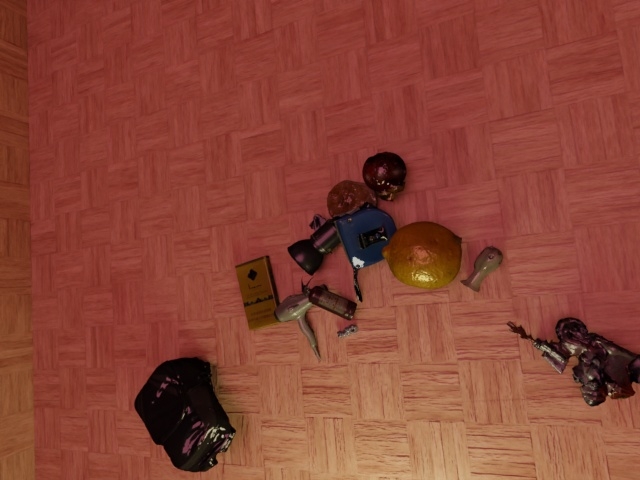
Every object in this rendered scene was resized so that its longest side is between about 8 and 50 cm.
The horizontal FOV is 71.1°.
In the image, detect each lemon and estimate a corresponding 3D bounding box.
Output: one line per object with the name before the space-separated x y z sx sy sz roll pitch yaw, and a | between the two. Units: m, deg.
lemon | 0.336 0.047 1.482 0.253 0.228 0.229 8 89 24

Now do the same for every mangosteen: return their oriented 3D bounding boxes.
mangosteen | 0.233 -0.225 1.587 0.166 0.166 0.180 -19 96 22

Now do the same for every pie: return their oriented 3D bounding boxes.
pie | 0.115 -0.140 1.672 0.195 0.046 0.195 -6 68 16

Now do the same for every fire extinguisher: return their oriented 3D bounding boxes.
fire extinguisher | 0.024 0.208 1.661 0.231 0.071 0.099 26 60 3

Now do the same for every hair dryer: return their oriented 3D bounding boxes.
hair dryer | -0.021 0.291 1.722 0.267 0.092 0.229 43 97 6

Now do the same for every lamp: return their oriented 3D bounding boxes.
lamp | 0.000 0.000 1.694 0.227 0.147 0.172 -43 74 7

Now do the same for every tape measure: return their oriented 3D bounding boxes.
tape measure | 0.181 0.044 1.602 0.215 0.098 0.352 -23 108 -7

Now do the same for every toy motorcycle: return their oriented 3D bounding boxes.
toy motorcycle | 0.755 0.343 1.331 0.401 0.134 0.207 31 93 21

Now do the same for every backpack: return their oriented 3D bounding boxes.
backpack | -0.534 0.709 1.814 0.363 0.254 0.446 -52 55 11

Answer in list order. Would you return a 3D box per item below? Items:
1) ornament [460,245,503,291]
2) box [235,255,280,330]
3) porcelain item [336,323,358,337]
ornament | 0.535 0.090 1.478 0.074 0.081 0.156 28 103 -11
box | -0.252 0.216 1.833 0.153 0.041 0.279 -19 78 22
porcelain item | 0.102 0.339 1.675 0.083 0.028 0.036 -26 90 21
